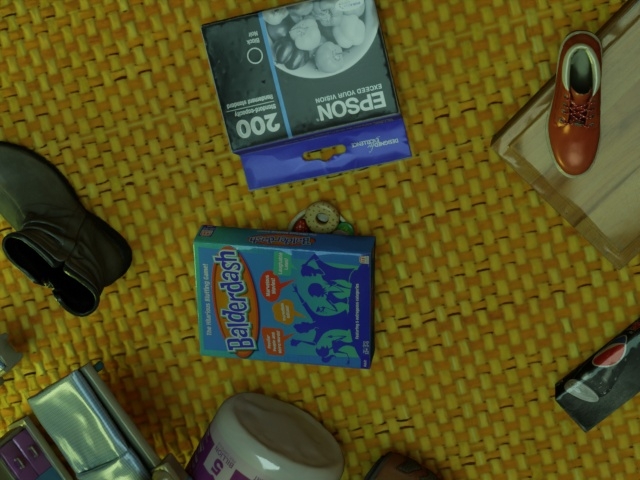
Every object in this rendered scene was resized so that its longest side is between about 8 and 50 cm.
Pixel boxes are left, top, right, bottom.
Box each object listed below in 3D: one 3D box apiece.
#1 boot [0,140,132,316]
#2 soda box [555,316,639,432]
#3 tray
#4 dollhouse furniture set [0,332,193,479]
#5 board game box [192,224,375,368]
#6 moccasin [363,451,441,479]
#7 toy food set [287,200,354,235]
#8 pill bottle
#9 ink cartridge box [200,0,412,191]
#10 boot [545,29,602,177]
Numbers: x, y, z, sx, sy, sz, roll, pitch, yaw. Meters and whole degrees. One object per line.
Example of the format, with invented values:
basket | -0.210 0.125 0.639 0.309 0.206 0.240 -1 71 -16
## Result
boot | -0.335 -0.020 1.566 0.246 0.161 0.083 39 106 -1
soda box | 0.352 0.145 1.546 0.169 0.053 0.060 -42 94 16
tray | 0.401 -0.182 1.447 0.203 0.076 0.411 43 106 -3
dollhouse furniture set | -0.351 0.250 1.552 0.303 0.198 0.286 -27 99 46
board game box | -0.041 0.067 1.580 0.210 0.047 0.160 4 118 10
moccasin | 0.046 0.443 1.639 0.147 0.139 0.380 33 98 10
toy food set | 0.000 0.000 1.587 0.083 0.020 0.082 -38 95 16
pill bottle | -0.109 0.348 1.616 0.169 0.169 0.301 29 107 2
ink cartridge box | -0.016 -0.170 1.537 0.206 0.045 0.208 -12 103 12
boot | 0.267 -0.137 1.401 0.059 0.084 0.158 1 105 8
